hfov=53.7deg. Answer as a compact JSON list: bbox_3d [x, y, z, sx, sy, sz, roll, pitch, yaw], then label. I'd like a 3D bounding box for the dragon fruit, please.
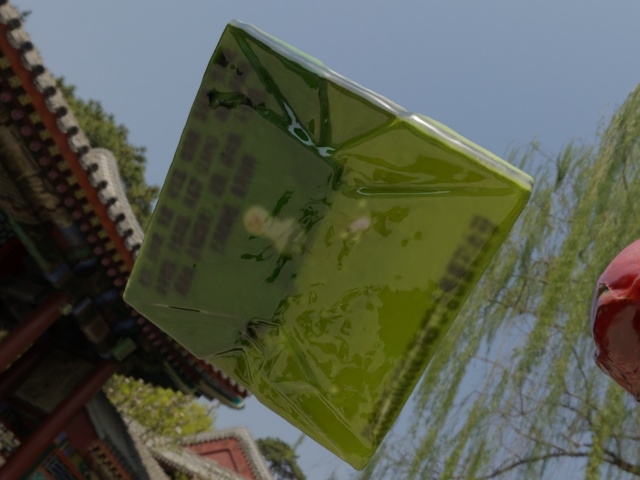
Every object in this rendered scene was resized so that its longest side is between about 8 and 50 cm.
[{"bbox_3d":[0.461,0.103,0.794,0.241,0.252,0.241,31,-12,7],"label":"dragon fruit"}]

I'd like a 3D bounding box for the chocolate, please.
[{"bbox_3d":[0.000,0.000,0.589,0.289,0.137,0.301,32,-68,15],"label":"chocolate"}]
